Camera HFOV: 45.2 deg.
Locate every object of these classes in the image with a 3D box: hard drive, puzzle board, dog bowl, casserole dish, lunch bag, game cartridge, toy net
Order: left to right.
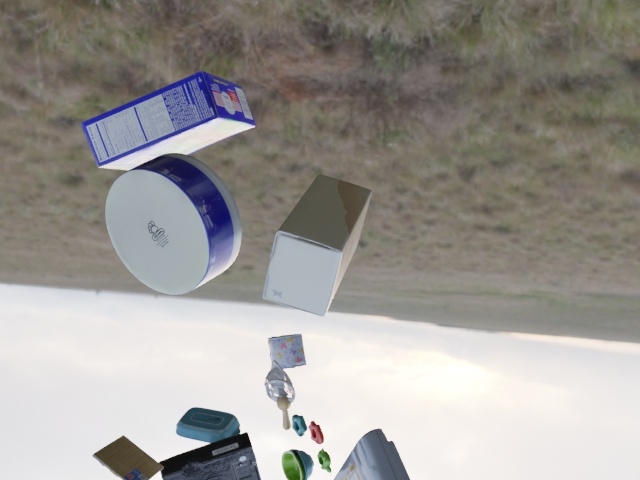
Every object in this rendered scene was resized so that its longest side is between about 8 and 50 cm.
[{"bbox_3d":[-0.335,0.388,1.344,0.096,0.011,0.128,36,-175,7],"label":"puzzle board"},{"bbox_3d":[-0.290,-0.032,1.509,0.265,0.264,0.104,2,-158,31],"label":"dog bowl"},{"bbox_3d":[-0.308,0.500,2.101,0.188,0.037,0.114,7,-155,19],"label":"casserole dish"},{"bbox_3d":[-0.265,0.660,2.006,0.237,0.339,0.064,-17,-144,-10],"label":"hard drive"},{"bbox_3d":[-0.074,0.234,1.622,0.083,0.071,0.053,-14,173,41],"label":"lunch bag"},{"bbox_3d":[-0.055,0.330,1.420,0.045,0.232,0.122,-12,160,-32],"label":"toy net"},{"bbox_3d":[0.089,0.471,1.310,0.062,0.198,0.297,-6,143,-21],"label":"game cartridge"}]

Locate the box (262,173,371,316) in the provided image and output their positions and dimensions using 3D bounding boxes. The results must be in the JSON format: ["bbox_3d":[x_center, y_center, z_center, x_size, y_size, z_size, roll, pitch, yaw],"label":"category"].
[{"bbox_3d":[0.000,0.000,1.463,0.121,0.148,0.311,17,-152,6],"label":"box"}]

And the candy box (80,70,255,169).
[{"bbox_3d":[-0.350,-0.271,1.816,0.317,0.122,0.268,-19,179,14],"label":"candy box"}]
